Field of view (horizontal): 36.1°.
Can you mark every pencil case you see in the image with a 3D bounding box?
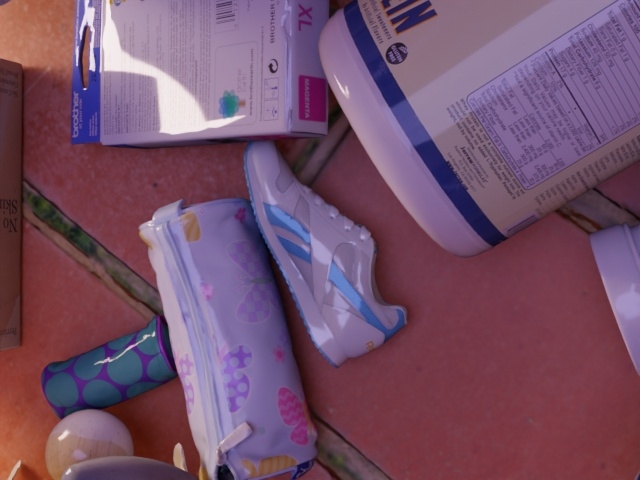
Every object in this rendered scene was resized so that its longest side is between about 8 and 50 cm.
[{"bbox_3d":[-0.208,0.129,0.997,0.152,0.064,0.070,-24,46,17],"label":"pencil case"},{"bbox_3d":[-0.090,0.096,0.929,0.114,0.124,0.273,-17,84,38],"label":"pencil case"}]

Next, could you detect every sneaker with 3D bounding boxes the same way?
[{"bbox_3d":[0.000,0.000,0.927,0.092,0.087,0.228,-27,87,4],"label":"sneaker"}]

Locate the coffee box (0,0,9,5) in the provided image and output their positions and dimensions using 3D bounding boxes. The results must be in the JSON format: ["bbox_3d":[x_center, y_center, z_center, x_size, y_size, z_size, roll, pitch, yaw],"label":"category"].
[{"bbox_3d":[-0.449,-0.382,0.856,0.335,0.338,0.337,16,130,17],"label":"coffee box"}]

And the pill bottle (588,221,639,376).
[{"bbox_3d":[0.383,0.000,0.751,0.323,0.181,0.181,-20,85,16],"label":"pill bottle"}]

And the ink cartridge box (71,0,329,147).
[{"bbox_3d":[-0.124,-0.183,0.929,0.311,0.065,0.185,1,91,39],"label":"ink cartridge box"}]

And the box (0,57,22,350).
[{"bbox_3d":[-0.397,-0.037,1.012,0.121,0.148,0.311,1,93,17],"label":"box"}]

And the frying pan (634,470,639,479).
[{"bbox_3d":[0.340,0.163,0.708,0.197,0.053,0.326,27,84,6],"label":"frying pan"}]

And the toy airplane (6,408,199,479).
[{"bbox_3d":[-0.276,0.258,0.897,0.386,0.272,0.384,20,141,7],"label":"toy airplane"}]

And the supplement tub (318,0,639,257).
[{"bbox_3d":[0.188,-0.160,0.781,0.325,0.235,0.235,-32,82,15],"label":"supplement tub"}]
